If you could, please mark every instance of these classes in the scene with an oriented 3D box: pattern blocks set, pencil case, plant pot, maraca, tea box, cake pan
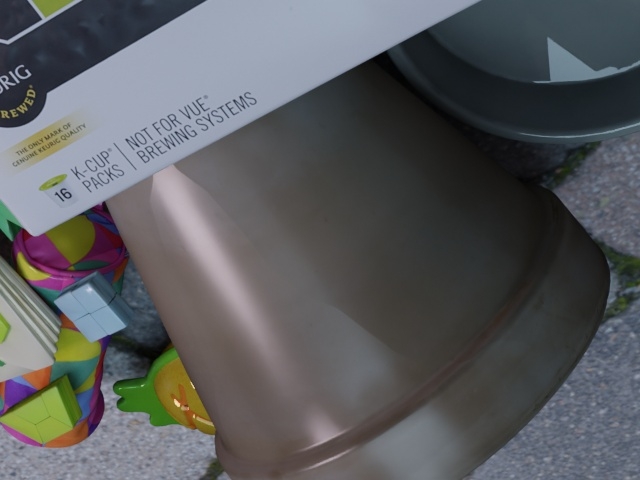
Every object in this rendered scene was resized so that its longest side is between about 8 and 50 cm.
[{"bbox_3d":[-0.304,0.057,1.162,0.285,0.026,0.325,43,132,-10],"label":"pattern blocks set"},{"bbox_3d":[-0.215,0.069,1.216,0.104,0.104,0.236,10,131,-10],"label":"pencil case"},{"bbox_3d":[0.000,0.000,1.050,0.323,0.323,0.280,-30,108,24],"label":"plant pot"},{"bbox_3d":[-0.095,0.123,1.266,0.185,0.099,0.127,-25,137,32],"label":"maraca"},{"bbox_3d":[-0.111,-0.236,0.828,0.329,0.220,0.323,-25,117,21],"label":"tea box"},{"bbox_3d":[0.179,-0.196,1.010,0.293,0.054,0.293,0,132,0],"label":"cake pan"}]
